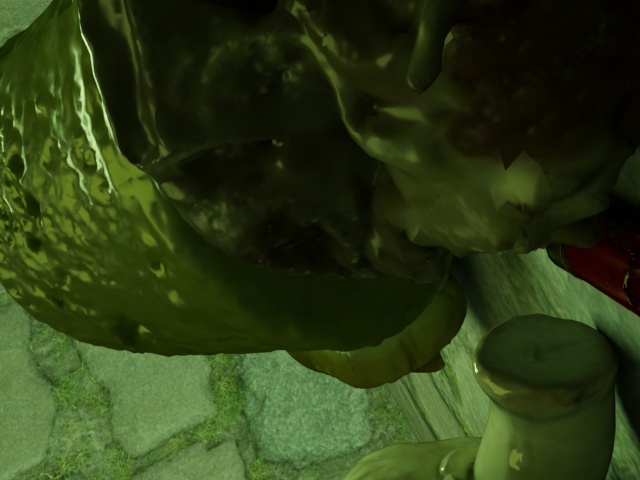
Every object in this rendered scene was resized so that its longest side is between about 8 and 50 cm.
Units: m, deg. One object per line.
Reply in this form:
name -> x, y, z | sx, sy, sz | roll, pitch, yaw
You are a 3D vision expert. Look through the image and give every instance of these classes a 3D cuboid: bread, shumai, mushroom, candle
bread -> -0.082, -0.076, 0.702 | 0.348, 0.307, 0.348 | 20, -117, -47
bread -> 0.000, 0.000, 1.073 | 0.300, 0.210, 0.341 | 46, 166, 38
shumai -> 0.080, -0.116, 0.466 | 0.314, 0.262, 0.267 | 4, -99, -50
mushroom -> 0.151, 0.268, 0.797 | 0.315, 0.315, 0.356 | 60, 176, 31
candle -> 0.183, 0.012, 0.566 | 0.052, 0.052, 0.131 | 66, 173, -19
